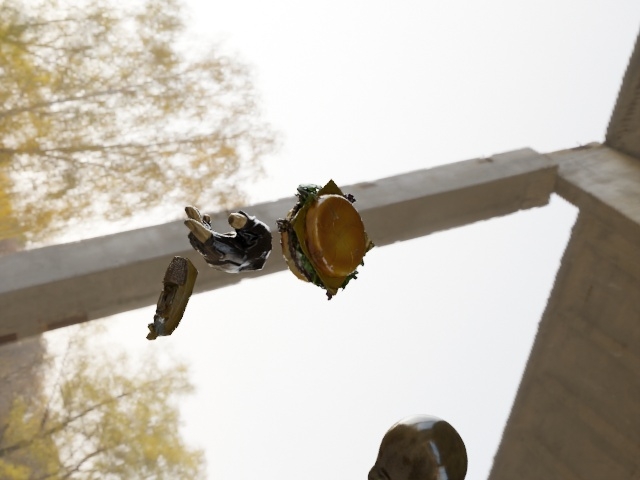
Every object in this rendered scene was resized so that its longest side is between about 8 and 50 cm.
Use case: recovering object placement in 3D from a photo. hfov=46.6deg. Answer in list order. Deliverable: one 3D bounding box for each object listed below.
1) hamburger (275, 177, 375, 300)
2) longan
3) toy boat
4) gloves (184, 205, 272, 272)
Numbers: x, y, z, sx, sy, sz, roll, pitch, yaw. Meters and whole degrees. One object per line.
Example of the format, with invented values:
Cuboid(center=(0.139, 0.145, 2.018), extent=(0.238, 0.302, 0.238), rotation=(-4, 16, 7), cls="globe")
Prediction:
Cuboid(center=(0.000, -0.004, 1.183), extent=(0.093, 0.164, 0.189), rotation=(-9, -74, 41), cls="hamburger")
Cuboid(center=(0.189, 0.439, 1.462), extent=(0.159, 0.204, 0.185), rotation=(168, -95, -84), cls="longan")
Cuboid(center=(-0.243, 0.095, 1.201), extent=(0.047, 0.049, 0.149), rotation=(-9, -126, 43), cls="toy boat")
Cuboid(center=(-0.186, -0.003, 1.412), extent=(0.164, 0.203, 0.124), rotation=(-28, -112, 33), cls="gloves")
